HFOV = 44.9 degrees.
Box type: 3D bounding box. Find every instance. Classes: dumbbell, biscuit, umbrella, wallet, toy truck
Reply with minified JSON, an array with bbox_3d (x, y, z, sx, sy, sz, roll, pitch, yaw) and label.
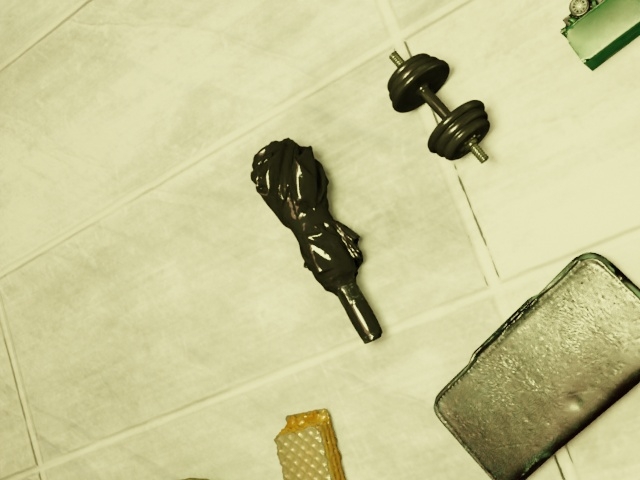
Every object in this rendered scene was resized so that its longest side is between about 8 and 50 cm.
[{"bbox_3d":[0.162,-0.187,1.075,0.099,0.099,0.209,-45,70,22],"label":"dumbbell"},{"bbox_3d":[0.015,0.451,1.178,0.094,0.054,0.379,-18,80,28],"label":"biscuit"},{"bbox_3d":[0.000,0.000,1.166,0.118,0.118,0.340,-33,75,26],"label":"umbrella"},{"bbox_3d":[0.301,0.173,1.022,0.172,0.045,0.318,47,111,19],"label":"wallet"},{"bbox_3d":[0.376,-0.293,0.972,0.147,0.065,0.079,-39,74,24],"label":"toy truck"}]

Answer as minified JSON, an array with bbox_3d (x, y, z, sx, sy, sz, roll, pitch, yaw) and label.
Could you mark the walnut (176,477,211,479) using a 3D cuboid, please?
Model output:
[{"bbox_3d":[-0.213,0.502,1.213,0.248,0.248,0.249,0,89,30],"label":"walnut"}]
